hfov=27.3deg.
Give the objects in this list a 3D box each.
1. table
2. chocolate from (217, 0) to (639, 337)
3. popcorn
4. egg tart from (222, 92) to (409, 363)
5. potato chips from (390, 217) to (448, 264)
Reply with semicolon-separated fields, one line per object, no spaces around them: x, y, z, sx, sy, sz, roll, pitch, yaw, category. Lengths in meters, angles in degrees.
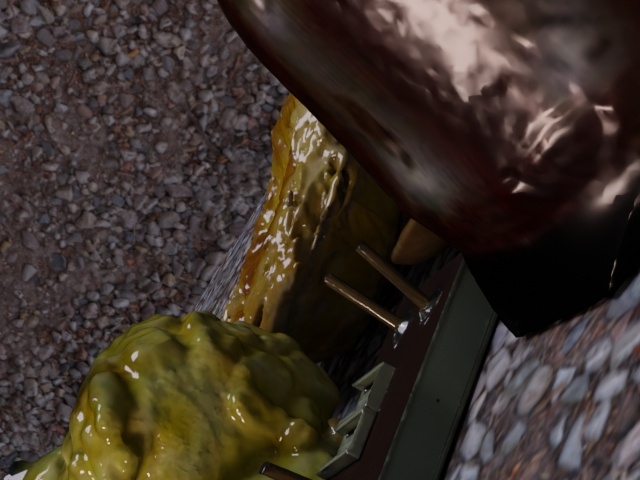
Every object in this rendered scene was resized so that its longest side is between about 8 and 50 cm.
0.030;0.115;0.936;0.121;0.111;0.240;-48;15;58;table
0.093;-0.186;0.850;0.384;0.331;0.384;-58;11;19;chocolate
-0.107;0.190;1.062;0.293;0.237;0.293;-55;8;11;popcorn
0.000;0.000;1.301;0.352;0.150;0.352;-164;90;-85;egg tart
0.123;-0.051;1.126;0.202;0.049;0.150;-61;-3;32;potato chips
